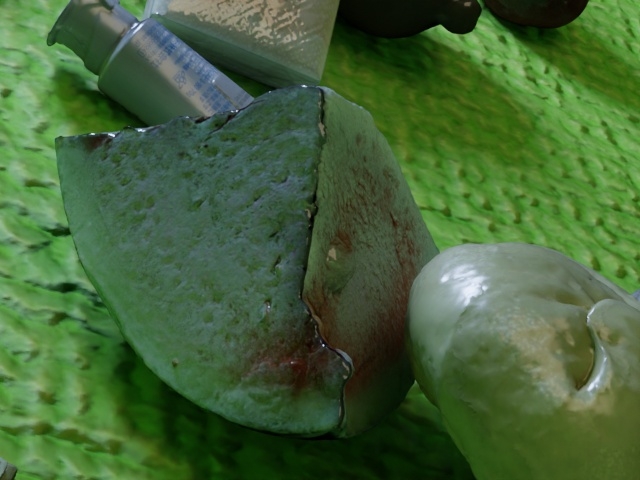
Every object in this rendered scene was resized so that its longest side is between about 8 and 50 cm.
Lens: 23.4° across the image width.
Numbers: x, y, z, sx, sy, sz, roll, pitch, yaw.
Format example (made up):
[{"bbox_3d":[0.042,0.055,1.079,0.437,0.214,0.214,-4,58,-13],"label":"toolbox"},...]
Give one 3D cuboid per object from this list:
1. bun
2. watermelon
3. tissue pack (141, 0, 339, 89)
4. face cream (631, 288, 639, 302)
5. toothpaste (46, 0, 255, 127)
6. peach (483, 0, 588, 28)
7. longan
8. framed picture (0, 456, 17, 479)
[{"bbox_3d":[0.158,0.104,1.018,0.259,0.160,0.259,58,2,-4],"label":"bun"},{"bbox_3d":[0.000,0.000,1.057,0.289,0.214,0.320,3,32,-40],"label":"watermelon"},{"bbox_3d":[-0.046,-0.306,1.415,0.170,0.071,0.326,20,68,-17],"label":"tissue pack"},{"bbox_3d":[0.305,0.131,1.221,0.206,0.111,0.206,22,34,-16],"label":"face cream"},{"bbox_3d":[-0.085,-0.096,1.264,0.299,0.073,0.114,37,32,-3],"label":"toothpaste"},{"bbox_3d":[0.253,-0.308,1.750,0.152,0.152,0.152,21,34,-15],"label":"peach"},{"bbox_3d":[0.086,-0.275,1.545,0.185,0.159,0.204,-6,44,-49],"label":"longan"},{"bbox_3d":[-0.316,0.123,0.819,0.274,0.017,0.217,27,32,-5],"label":"framed picture"}]
